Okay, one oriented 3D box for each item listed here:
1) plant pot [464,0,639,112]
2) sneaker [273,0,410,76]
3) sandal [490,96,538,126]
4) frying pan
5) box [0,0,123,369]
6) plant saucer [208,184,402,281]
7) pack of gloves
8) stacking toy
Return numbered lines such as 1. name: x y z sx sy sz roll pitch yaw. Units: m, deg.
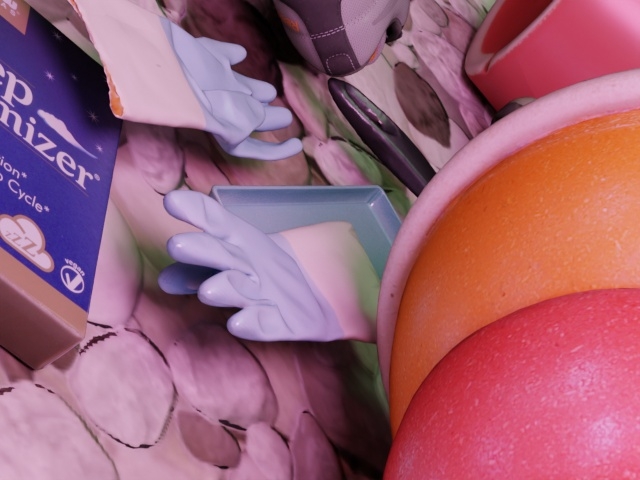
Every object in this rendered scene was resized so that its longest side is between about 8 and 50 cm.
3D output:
1. plant pot: 0.262 -0.128 1.370 0.243 0.275 0.275 39 29 -11
2. sneaker: 0.016 -0.174 1.182 0.271 0.100 0.108 -56 130 -68
3. sandal: 0.237 0.014 1.270 0.086 0.120 0.303 -33 87 -23
4. frying pan: 0.119 0.047 1.129 0.326 0.053 0.197 31 32 -33
5. box: -0.153 -0.061 0.817 0.136 0.036 0.225 40 28 -27
6. plant saucer: 0.000 0.000 1.023 0.192 0.018 0.067 -4 62 -59
7. pack of gloves: -0.053 -0.025 0.916 0.195 0.046 0.232 63 18 15
8. stacking toy: 0.138 0.175 0.735 0.350 0.350 0.480 48 35 -14
